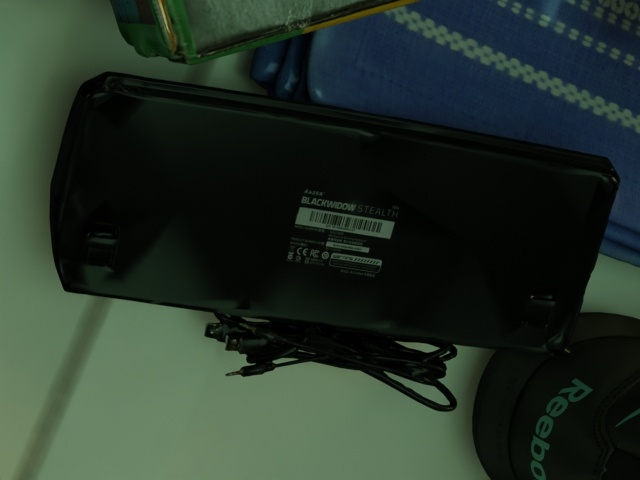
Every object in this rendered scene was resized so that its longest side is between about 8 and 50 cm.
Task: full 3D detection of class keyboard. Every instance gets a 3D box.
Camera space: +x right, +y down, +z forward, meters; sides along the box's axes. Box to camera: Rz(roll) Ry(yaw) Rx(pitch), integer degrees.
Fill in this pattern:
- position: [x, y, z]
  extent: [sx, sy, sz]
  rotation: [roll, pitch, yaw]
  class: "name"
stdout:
- position: [0.000, 0.000, 0.662]
  extent: [0.192, 0.038, 0.100]
  rotation: [10, 108, -20]
  class: "keyboard"

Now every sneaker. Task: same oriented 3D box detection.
- position: [0.189, 0.090, 0.737]
  extent: [0.267, 0.106, 0.101]
  rotation: [5, 99, -26]
  class: "sneaker"

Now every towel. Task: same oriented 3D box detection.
- position: [0.137, -0.158, 0.691]
  extent: [0.243, 0.040, 0.336]
  rotation: [20, 94, -27]
  class: "towel"

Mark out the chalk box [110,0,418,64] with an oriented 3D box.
- position: [-0.011, -0.127, 0.554]
  extent: [0.213, 0.132, 0.132]
  rotation: [-16, 100, -8]
  class: "chalk box"
